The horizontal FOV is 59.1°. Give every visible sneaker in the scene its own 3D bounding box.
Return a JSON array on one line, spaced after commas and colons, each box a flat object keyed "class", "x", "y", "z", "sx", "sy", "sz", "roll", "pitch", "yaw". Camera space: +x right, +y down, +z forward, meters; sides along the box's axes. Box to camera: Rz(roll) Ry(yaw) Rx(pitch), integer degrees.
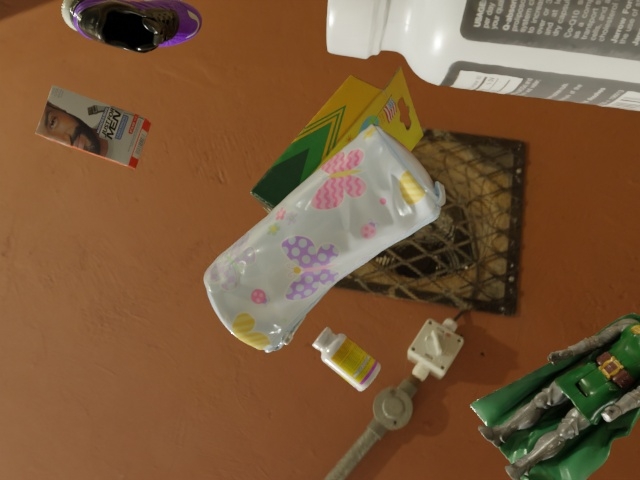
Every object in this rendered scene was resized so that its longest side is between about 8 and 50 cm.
[{"class": "sneaker", "x": -0.346, "y": -0.426, "z": 1.137, "sx": 0.293, "sy": 0.102, "sz": 0.146, "roll": -18, "pitch": -136, "yaw": -43}]

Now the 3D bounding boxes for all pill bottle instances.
[{"class": "pill bottle", "x": 0.150, "y": -0.186, "z": 0.404, "sx": 0.278, "sy": 0.162, "sz": 0.162, "roll": 8, "pitch": -115, "yaw": 2}, {"class": "pill bottle", "x": 0.031, "y": 0.145, "z": 0.700, "sx": 0.083, "sy": 0.043, "sz": 0.043, "roll": 39, "pitch": -107, "yaw": 2}]

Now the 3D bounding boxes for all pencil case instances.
[{"class": "pencil case", "x": 0.000, "y": 0.000, "z": 0.612, "sx": 0.273, "sy": 0.113, "sz": 0.124, "roll": -42, "pitch": -122, "yaw": 13}]

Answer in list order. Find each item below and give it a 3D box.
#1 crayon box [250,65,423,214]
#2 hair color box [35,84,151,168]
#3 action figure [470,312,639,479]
[{"class": "crayon box", "x": 0.042, "y": -0.138, "z": 0.994, "sx": 0.081, "sy": 0.202, "sz": 0.319, "roll": 35, "pitch": -100, "yaw": 32}, {"class": "hair color box", "x": -0.399, "y": -0.198, "z": 0.998, "sx": 0.167, "sy": 0.053, "sz": 0.093, "roll": 18, "pitch": -92, "yaw": -3}, {"class": "action figure", "x": 0.270, "y": 0.147, "z": 0.562, "sx": 0.232, "sy": 0.063, "sz": 0.137, "roll": -43, "pitch": -132, "yaw": 11}]
